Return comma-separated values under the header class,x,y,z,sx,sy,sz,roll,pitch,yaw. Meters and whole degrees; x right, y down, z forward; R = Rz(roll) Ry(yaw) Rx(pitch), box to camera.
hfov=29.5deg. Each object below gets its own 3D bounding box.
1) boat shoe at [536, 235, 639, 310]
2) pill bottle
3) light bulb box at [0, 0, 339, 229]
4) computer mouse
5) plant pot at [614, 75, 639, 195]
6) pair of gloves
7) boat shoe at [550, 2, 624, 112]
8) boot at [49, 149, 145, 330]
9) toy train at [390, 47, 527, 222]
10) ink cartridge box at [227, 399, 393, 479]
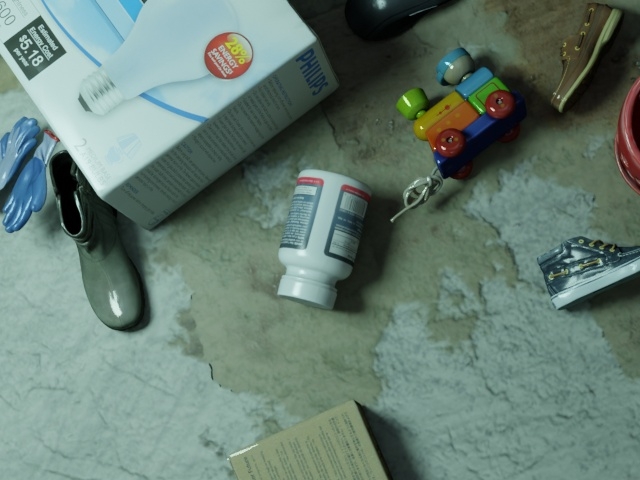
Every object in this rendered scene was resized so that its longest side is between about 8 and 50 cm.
class,x,y,z,sx,sy,sz,roll,pitch,yaw
boat shoe,0.387,0.022,1.658,0.183,0.065,0.083,-26,75,18
pill bottle,0.000,0.000,1.703,0.108,0.108,0.180,14,81,9
light bulb box,-0.227,-0.274,1.723,0.361,0.225,0.358,-37,77,0
computer mouse,0.140,-0.419,1.789,0.262,0.060,0.184,-24,78,2
plant pot,0.491,-0.136,1.633,0.191,0.174,0.191,-1,78,7
pair of gloves,-0.435,-0.096,1.767,0.198,0.023,0.159,28,93,51
boat shoe,0.369,-0.262,1.733,0.060,0.064,0.178,27,77,16
boot,-0.327,0.004,1.715,0.083,0.161,0.246,-18,78,4
toy train,0.156,-0.155,1.722,0.248,0.105,0.143,-38,67,-1
ink cartridge box,0.010,0.360,1.644,0.193,0.088,0.234,-24,78,4
